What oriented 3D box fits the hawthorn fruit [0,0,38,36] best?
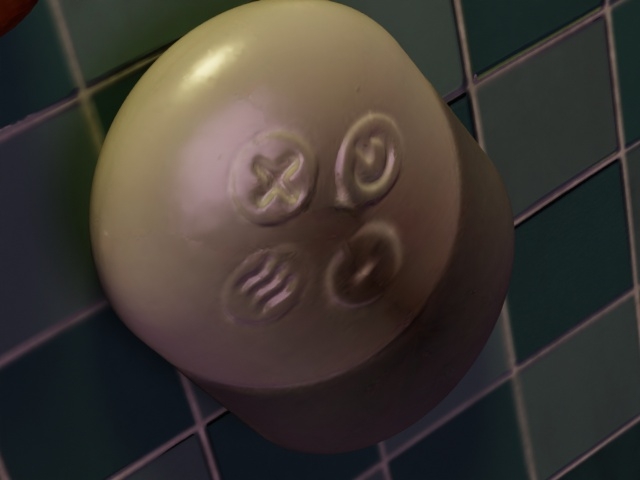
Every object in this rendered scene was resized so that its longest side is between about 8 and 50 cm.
[{"bbox_3d":[-0.214,-0.139,0.668,0.203,0.162,0.162,-15,124,-7],"label":"hawthorn fruit"}]

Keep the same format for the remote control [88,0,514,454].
[{"bbox_3d":[0.000,0.000,0.934,0.221,0.103,0.332,-49,135,-4],"label":"remote control"}]
